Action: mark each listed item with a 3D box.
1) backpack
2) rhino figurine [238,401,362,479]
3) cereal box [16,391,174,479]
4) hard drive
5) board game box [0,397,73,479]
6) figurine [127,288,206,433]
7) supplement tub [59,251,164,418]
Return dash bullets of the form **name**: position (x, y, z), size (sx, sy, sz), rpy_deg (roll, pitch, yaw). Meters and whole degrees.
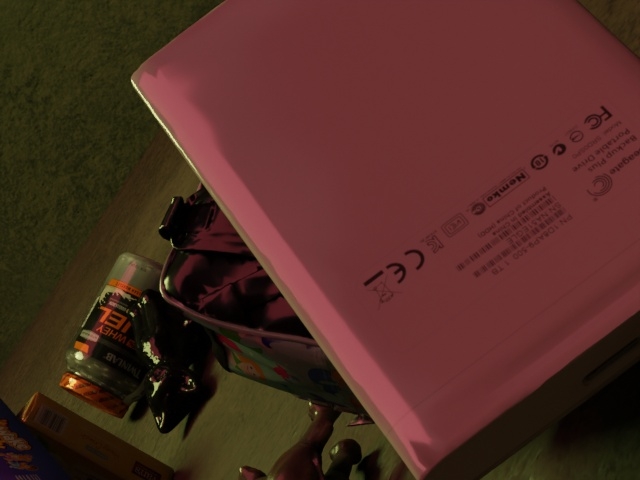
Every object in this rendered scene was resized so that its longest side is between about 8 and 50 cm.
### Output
- **backpack**: position (0.056, 0.007, 1.026), size (0.253, 0.191, 0.225), rpy_deg (9, 63, 35)
- **rhino figurine**: position (-0.049, 0.226, 1.237), size (0.243, 0.073, 0.106), rpy_deg (-50, 13, 39)
- **cereal box**: position (-0.287, 0.271, 1.776), size (0.240, 0.173, 0.047), rpy_deg (-43, 20, 46)
- **hard drive**: position (0.062, -0.052, 0.923), size (0.233, 0.047, 0.353), rpy_deg (-37, 52, -1)
- **board game box**: position (-0.336, 0.305, 1.631), size (0.347, 0.078, 0.233), rpy_deg (33, 116, 52)
- **figurine**: position (-0.129, 0.086, 1.823), size (0.215, 0.092, 0.209), rpy_deg (-54, 23, 20)
- **supplement tub**: position (-0.245, 0.121, 2.061), size (0.190, 0.117, 0.117), rpy_deg (-63, 14, -13)
